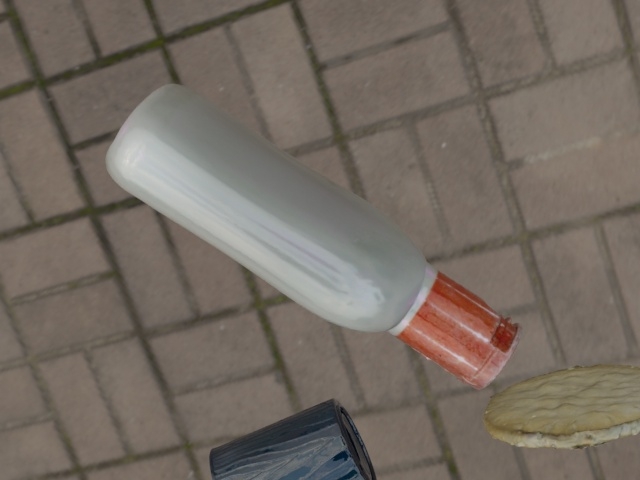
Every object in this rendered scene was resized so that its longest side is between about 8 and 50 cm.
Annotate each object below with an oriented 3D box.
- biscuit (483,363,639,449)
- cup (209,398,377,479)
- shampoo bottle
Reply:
[{"bbox_3d":[0.191,0.120,0.888,0.152,0.152,0.020,-8,100,18],"label":"biscuit"},{"bbox_3d":[-0.016,0.248,1.199,0.138,0.113,0.150,-25,100,6],"label":"cup"},{"bbox_3d":[0.000,0.000,0.607,0.221,0.108,0.051,33,107,-2],"label":"shampoo bottle"}]
